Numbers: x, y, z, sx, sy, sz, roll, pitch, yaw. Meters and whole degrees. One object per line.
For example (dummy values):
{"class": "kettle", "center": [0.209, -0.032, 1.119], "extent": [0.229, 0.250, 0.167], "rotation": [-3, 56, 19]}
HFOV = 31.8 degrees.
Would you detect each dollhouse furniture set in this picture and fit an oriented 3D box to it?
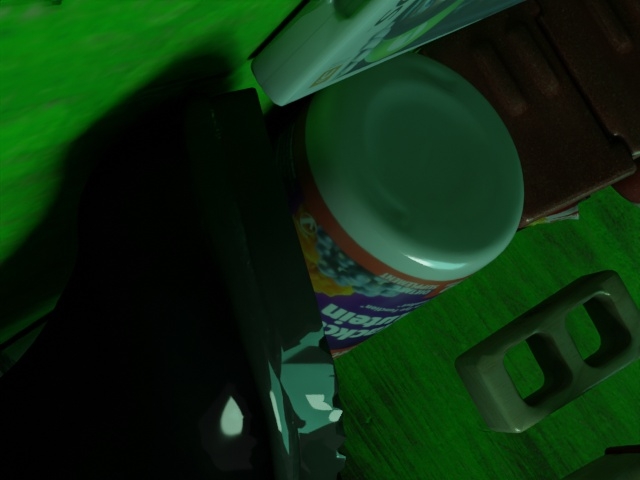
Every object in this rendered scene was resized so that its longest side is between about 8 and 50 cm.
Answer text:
{"class": "dollhouse furniture set", "center": [0.177, 0.043, 0.671], "extent": [0.152, 0.374, 0.201], "rotation": [-29, 177, -17]}

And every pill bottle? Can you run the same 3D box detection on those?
{"class": "pill bottle", "center": [0.000, 0.000, 0.550], "extent": [0.108, 0.108, 0.193], "rotation": [-32, 175, -39]}

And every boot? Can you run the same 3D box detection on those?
{"class": "boot", "center": [-0.135, 0.094, 0.436], "extent": [0.260, 0.131, 0.348], "rotation": [-10, 145, -16]}

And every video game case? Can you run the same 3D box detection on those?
{"class": "video game case", "center": [0.085, -0.122, 0.388], "extent": [0.190, 0.022, 0.173], "rotation": [-31, 176, -46]}

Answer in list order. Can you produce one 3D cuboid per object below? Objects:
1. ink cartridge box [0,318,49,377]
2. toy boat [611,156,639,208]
{"class": "ink cartridge box", "center": [-0.156, 0.083, 0.652], "extent": [0.135, 0.056, 0.099], "rotation": [-34, 178, -9]}
{"class": "toy boat", "center": [0.246, -0.135, 0.833], "extent": [0.151, 0.151, 0.231], "rotation": [-37, -142, 31]}
